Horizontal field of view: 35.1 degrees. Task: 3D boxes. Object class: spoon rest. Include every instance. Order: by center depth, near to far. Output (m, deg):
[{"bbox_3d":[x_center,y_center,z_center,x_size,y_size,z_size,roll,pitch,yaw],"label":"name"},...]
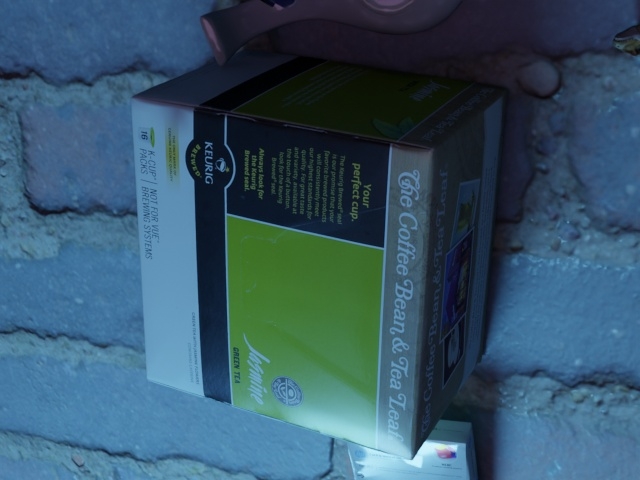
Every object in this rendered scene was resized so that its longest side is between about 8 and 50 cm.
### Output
[{"bbox_3d":[0.016,-0.255,1.027,0.276,0.084,0.137,-15,112,19],"label":"spoon rest"}]

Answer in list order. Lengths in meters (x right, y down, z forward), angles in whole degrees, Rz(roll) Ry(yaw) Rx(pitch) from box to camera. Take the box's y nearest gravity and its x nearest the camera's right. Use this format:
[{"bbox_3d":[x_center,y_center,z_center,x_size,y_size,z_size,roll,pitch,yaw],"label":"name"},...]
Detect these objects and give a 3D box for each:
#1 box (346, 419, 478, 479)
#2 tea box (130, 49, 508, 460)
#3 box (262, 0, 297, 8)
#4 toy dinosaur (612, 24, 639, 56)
[{"bbox_3d":[0.113,0.288,1.199,0.145,0.038,0.186,2,126,20],"label":"box"},{"bbox_3d":[0.000,0.000,1.054,0.323,0.220,0.329,14,118,24],"label":"tea box"},{"bbox_3d":[-0.074,-0.325,1.004,0.225,0.036,0.136,34,95,26],"label":"box"},{"bbox_3d":[0.352,-0.223,0.871,0.211,0.064,0.112,-12,124,41],"label":"toy dinosaur"}]
